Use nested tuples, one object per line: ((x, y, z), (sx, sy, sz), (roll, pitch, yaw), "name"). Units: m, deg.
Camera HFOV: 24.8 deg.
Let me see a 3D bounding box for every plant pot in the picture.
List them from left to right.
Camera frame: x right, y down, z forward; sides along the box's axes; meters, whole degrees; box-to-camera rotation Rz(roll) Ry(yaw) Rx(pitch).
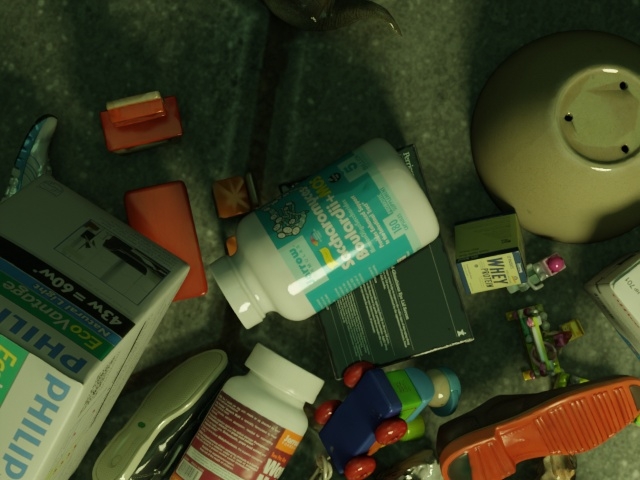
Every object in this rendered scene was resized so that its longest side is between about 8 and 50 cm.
((0.342, -0.144, 1.849), (0.284, 0.191, 0.284), (0, 85, 0), "plant pot")

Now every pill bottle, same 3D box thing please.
((-0.092, 0.249, 1.849), (0.121, 0.121, 0.221), (30, 87, 1), "pill bottle")
((0.000, 0.000, 1.757), (0.264, 0.146, 0.146), (-32, 87, -2), "pill bottle")

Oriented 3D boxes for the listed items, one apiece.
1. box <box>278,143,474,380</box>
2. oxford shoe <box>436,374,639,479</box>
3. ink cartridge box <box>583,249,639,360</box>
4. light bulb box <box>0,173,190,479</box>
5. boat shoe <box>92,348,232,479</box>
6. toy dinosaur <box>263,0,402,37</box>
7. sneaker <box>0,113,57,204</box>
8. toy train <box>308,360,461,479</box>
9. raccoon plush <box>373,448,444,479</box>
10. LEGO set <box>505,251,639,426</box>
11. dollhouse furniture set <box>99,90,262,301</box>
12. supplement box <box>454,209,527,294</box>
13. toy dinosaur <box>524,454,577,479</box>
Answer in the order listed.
((0.071, 0.029, 1.876), (0.184, 0.103, 0.261), (-16, 86, 2), "box")
((0.269, 0.214, 1.811), (0.271, 0.098, 0.097), (-20, 123, 4), "oxford shoe")
((0.416, 0.088, 1.832), (0.082, 0.190, 0.139), (-38, 88, -3), "ink cartridge box")
((-0.367, 0.166, 1.675), (0.225, 0.361, 0.358), (31, 112, 2), "light bulb box")
((-0.193, 0.240, 1.882), (0.233, 0.084, 0.079), (-50, 126, -10), "boat shoe")
((-0.026, -0.351, 1.912), (0.313, 0.121, 0.160), (41, 98, -2), "toy dinosaur")
((-0.366, -0.069, 1.900), (0.083, 0.071, 0.190), (19, 94, -6), "sneaker")
((0.069, 0.248, 1.863), (0.143, 0.248, 0.105), (-8, 56, -36), "toy train")
((0.042, 0.504, 1.802), (0.446, 0.216, 0.299), (-31, 95, -3), "raccoon plush")
((0.335, 0.158, 1.868), (0.132, 0.107, 0.287), (-38, 87, -3), "LEGO set")
((-0.209, -0.049, 1.860), (0.262, 0.135, 0.259), (-13, 86, -2), "dollhouse furniture set")
((0.219, 0.015, 1.873), (0.083, 0.083, 0.056), (-12, 128, 13), "supplement box")
((0.251, 0.395, 1.850), (0.127, 0.200, 0.295), (39, 111, 25), "toy dinosaur")
